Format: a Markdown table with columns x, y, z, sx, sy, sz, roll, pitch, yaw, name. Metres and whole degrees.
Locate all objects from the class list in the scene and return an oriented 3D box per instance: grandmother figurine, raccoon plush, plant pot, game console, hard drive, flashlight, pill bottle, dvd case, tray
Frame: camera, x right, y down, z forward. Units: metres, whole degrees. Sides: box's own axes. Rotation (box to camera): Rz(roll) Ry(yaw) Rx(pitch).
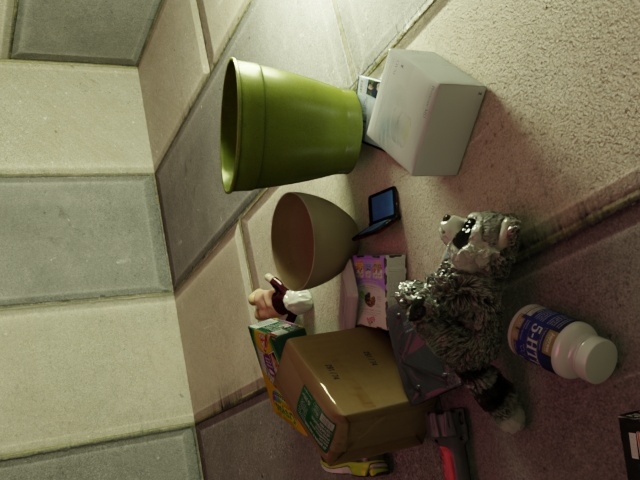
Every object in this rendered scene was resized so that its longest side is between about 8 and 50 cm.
| x | y | z | sx | sy | sz | roll | pitch | yaw | name |
| --- | --- | --- | --- | --- | --- | --- | --- | --- | --- |
| -0.135 | 0.207 | 2.519 | 0.342 | 0.104 | 0.207 | -10 | 112 | 59 | grandmother figurine |
| 0.371 | 0.143 | 1.542 | 0.299 | 0.446 | 0.216 | -38 | 17 | 10 | raccoon plush |
| -0.081 | -0.306 | 2.042 | 0.366 | 0.353 | 0.366 | -179 | 90 | -75 | plant pot |
| 0.142 | -0.070 | 1.978 | 0.085 | 0.124 | 0.144 | 59 | 152 | -5 | game console |
| 0.255 | 0.253 | 1.776 | 0.172 | 0.054 | 0.254 | -35 | 55 | 36 | hard drive |
| 0.303 | 0.551 | 1.728 | 0.103 | 0.103 | 0.303 | -27 | 70 | 63 | flashlight |
| 0.455 | 0.197 | 1.390 | 0.187 | 0.112 | 0.111 | 23 | 113 | 59 | pill bottle |
| 0.000 | 0.000 | 2.134 | 0.284 | 0.191 | 0.284 | 9 | 100 | 62 | plant pot |
| 0.162 | -0.335 | 1.974 | 0.253 | 0.022 | 0.180 | 34 | 123 | 56 | dvd case |
| 0.075 | 0.194 | 2.082 | 0.145 | 0.030 | 0.270 | -101 | 10 | -47 | tray |

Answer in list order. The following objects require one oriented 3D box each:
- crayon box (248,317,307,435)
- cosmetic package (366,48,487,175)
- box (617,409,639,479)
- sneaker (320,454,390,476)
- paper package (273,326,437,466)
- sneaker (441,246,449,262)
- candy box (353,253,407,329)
| x | y | z | sx | sy | sz | roll | pitch | yaw | name |
| --- | --- | --- | --- | --- | --- | --- | --- | --- | --- |
| -0.103 | 0.420 | 2.344 | 0.363 | 0.106 | 0.313 | 176 | 78 | -71 | crayon box |
| 0.238 | -0.298 | 1.714 | 0.224 | 0.138 | 0.224 | 50 | 135 | 46 | cosmetic package |
| 0.616 | 0.435 | 1.155 | 0.257 | 0.079 | 0.321 | -20 | 75 | 63 | box |
| 0.099 | 0.613 | 2.134 | 0.300 | 0.111 | 0.121 | -20 | 65 | 55 | sneaker |
| 0.086 | 0.383 | 1.892 | 0.325 | 0.310 | 0.168 | 46 | 132 | 48 | paper package |
| 0.317 | 0.087 | 1.677 | 0.092 | 0.088 | 0.228 | -142 | 60 | -65 | sneaker |
| 0.160 | 0.134 | 1.977 | 0.165 | 0.070 | 0.196 | 0 | 93 | 62 | candy box |
